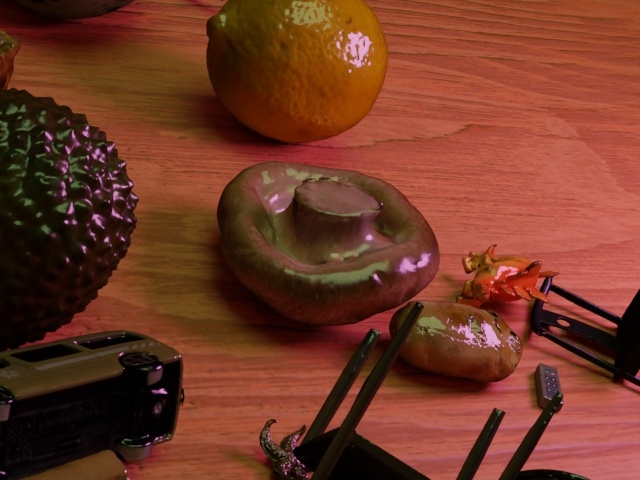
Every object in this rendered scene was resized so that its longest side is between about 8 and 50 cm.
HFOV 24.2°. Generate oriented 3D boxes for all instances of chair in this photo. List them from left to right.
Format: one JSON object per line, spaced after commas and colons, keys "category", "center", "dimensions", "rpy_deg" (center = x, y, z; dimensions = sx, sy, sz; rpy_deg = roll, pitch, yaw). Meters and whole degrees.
{"category": "chair", "center": [0.066, 0.221, 1.373], "dimensions": [0.188, 0.166, 0.272], "rpy_deg": [33, 71, -5]}
{"category": "chair", "center": [0.410, 0.097, 1.864], "dimensions": [0.260, 0.141, 0.154], "rpy_deg": [26, 28, 0]}

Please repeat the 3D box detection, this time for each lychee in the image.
{"category": "lychee", "center": [-0.313, -0.019, 1.413], "dimensions": [0.320, 0.270, 0.270], "rpy_deg": [20, 22, -48]}

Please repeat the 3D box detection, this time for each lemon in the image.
{"category": "lemon", "center": [-0.038, -0.246, 2.019], "dimensions": [0.253, 0.228, 0.228], "rpy_deg": [1, 35, -19]}

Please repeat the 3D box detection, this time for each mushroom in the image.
{"category": "mushroom", "center": [0.000, 0.000, 1.723], "dimensions": [0.278, 0.146, 0.278], "rpy_deg": [7, 35, -5]}

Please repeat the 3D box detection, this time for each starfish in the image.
{"category": "starfish", "center": [-0.027, 0.211, 1.467], "dimensions": [0.078, 0.028, 0.091], "rpy_deg": [32, 27, -11]}

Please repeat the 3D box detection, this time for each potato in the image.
{"category": "potato", "center": [0.156, 0.114, 1.711], "dimensions": [0.170, 0.080, 0.107], "rpy_deg": [8, 17, -23]}

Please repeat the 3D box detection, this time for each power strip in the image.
{"category": "power strip", "center": [0.268, 0.171, 1.757], "dimensions": [0.027, 0.017, 0.083], "rpy_deg": [20, 31, -10]}

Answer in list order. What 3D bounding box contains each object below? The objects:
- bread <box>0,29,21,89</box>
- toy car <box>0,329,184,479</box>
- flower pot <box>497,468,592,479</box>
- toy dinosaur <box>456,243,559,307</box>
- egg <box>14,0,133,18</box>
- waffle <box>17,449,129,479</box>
{"category": "bread", "center": [-0.469, -0.212, 1.787], "dimensions": [0.181, 0.096, 0.222], "rpy_deg": [27, 27, 8]}
{"category": "toy car", "center": [-0.248, 0.149, 1.338], "dimensions": [0.256, 0.101, 0.124], "rpy_deg": [-10, 24, -44]}
{"category": "flower pot", "center": [0.211, 0.301, 1.376], "dimensions": [0.157, 0.157, 0.107], "rpy_deg": [25, 40, 3]}
{"category": "toy dinosaur", "center": [0.236, 0.046, 1.859], "dimensions": [0.117, 0.071, 0.288], "rpy_deg": [8, 10, 13]}
{"category": "egg", "center": [-0.339, -0.461, 2.099], "dimensions": [0.287, 0.288, 0.379], "rpy_deg": [21, 23, -3]}
{"category": "waffle", "center": [-0.194, 0.321, 1.120], "dimensions": [0.304, 0.078, 0.348], "rpy_deg": [-13, 45, -46]}
